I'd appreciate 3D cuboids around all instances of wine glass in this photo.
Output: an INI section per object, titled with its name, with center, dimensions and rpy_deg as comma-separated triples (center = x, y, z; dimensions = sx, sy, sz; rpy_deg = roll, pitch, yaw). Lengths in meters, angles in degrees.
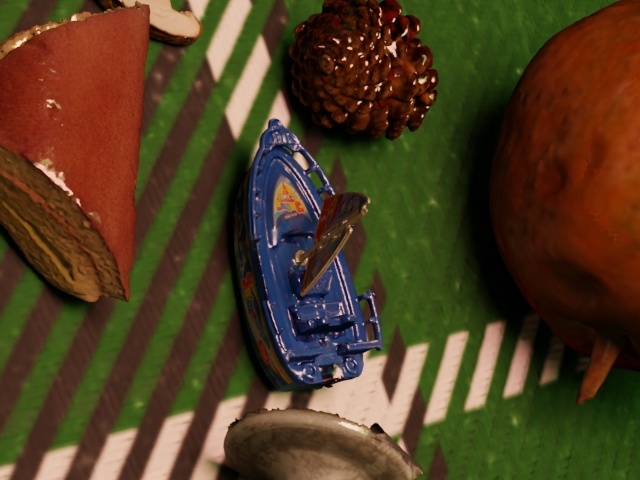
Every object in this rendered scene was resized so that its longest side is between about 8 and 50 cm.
[wine glass]
center = -0.022, 0.220, 0.823
dimensions = 0.126, 0.126, 0.241
rpy_deg = 33, 51, -25

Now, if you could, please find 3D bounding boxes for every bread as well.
[bread]
center = -0.155, -0.064, 0.872
dimensions = 0.119, 0.067, 0.192
rpy_deg = 15, 62, -35

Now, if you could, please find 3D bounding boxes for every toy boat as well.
[toy boat]
center = 0.000, 0.000, 0.945
dimensions = 0.091, 0.110, 0.175
rpy_deg = -3, 72, -41

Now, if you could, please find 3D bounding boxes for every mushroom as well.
[mushroom]
center = -0.117, -0.159, 0.978
dimensions = 0.101, 0.019, 0.049
rpy_deg = 38, 52, -24

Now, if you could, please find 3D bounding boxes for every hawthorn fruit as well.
[hawthorn fruit]
center = 0.243, -0.019, 1.065
dimensions = 0.277, 0.277, 0.298
rpy_deg = 35, 78, -23

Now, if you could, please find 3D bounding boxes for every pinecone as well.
[pinecone]
center = 0.031, -0.112, 1.039
dimensions = 0.109, 0.102, 0.102
rpy_deg = 53, 40, -48
